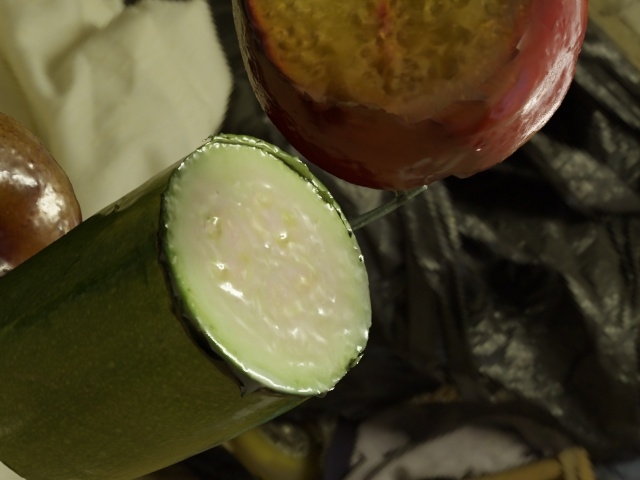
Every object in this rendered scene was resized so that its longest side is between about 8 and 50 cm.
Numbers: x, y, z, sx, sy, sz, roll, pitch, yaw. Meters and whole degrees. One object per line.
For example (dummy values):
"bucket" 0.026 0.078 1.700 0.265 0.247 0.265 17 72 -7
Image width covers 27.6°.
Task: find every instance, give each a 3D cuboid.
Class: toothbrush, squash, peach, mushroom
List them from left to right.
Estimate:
"mushroom" -0.396 -0.018 1.470 0.267 0.267 0.254 25 10 -27
"squash" -0.153 0.084 1.276 0.263 0.384 0.263 20 57 -35
"toothbrush" 0.000 0.000 1.601 0.031 0.297 0.030 58 -3 0
"peach" 0.064 -0.214 0.952 0.281 0.338 0.281 -5 27 2
